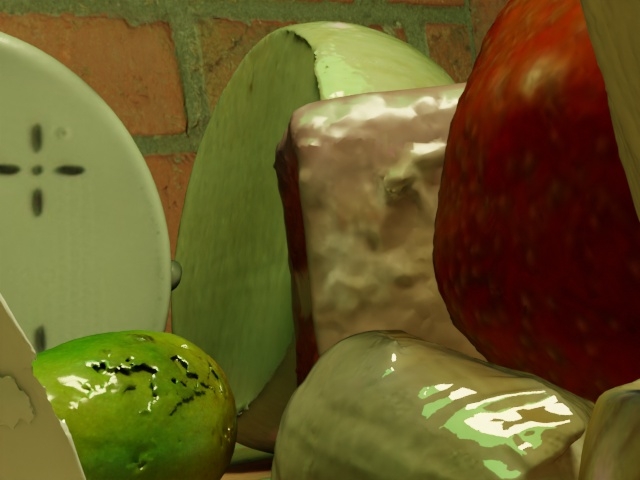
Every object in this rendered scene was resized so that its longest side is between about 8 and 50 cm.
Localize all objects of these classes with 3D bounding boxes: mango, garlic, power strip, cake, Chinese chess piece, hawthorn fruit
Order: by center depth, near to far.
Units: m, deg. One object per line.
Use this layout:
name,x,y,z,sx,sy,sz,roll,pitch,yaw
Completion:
garlic,0.036,0.070,0.547,0.101,0.087,0.195,4,-5,5
hawthorn fruit,0.194,-0.019,0.729,0.254,0.254,0.300,-5,-2,-35
mango,-0.126,0.108,1.011,0.125,0.111,0.233,-15,-5,25
cake,0.088,0.022,1.139,0.230,0.237,0.309,-8,-2,-2
power strip,-0.269,0.028,1.210,0.358,0.357,0.161,-6,-3,-24
Chinese chess piece,0.000,0.000,1.459,0.146,0.349,0.349,11,-11,-22

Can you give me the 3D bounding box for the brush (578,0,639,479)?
brush,0.138,0.005,0.381,0.174,0.166,0.267,-9,-6,12

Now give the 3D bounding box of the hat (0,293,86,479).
hat,-0.195,0.083,0.776,0.126,0.203,0.203,-28,4,-23
